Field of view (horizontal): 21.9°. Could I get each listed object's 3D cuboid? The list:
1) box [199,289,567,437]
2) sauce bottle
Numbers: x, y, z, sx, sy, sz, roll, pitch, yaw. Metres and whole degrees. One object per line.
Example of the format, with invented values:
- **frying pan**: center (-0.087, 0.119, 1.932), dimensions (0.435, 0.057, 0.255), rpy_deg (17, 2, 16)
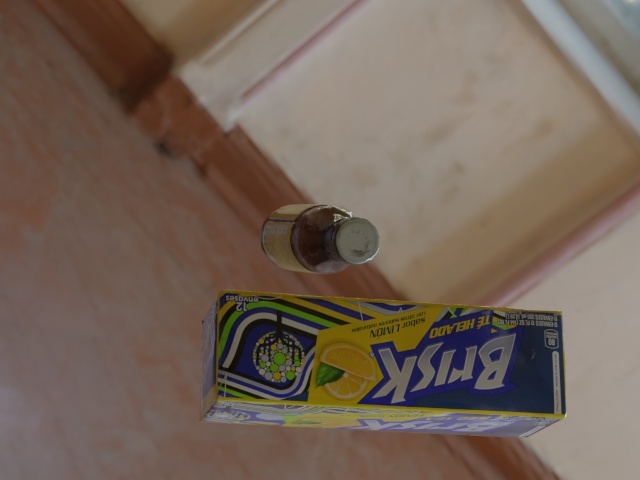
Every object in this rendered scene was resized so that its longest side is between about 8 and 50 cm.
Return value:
- **box**: center (0.029, 0.061, 0.792), dimensions (0.168, 0.059, 0.054), rpy_deg (3, 73, -12)
- **sauce bottle**: center (0.000, 0.000, 0.954), dimensions (0.042, 0.042, 0.128), rpy_deg (47, -11, -14)
